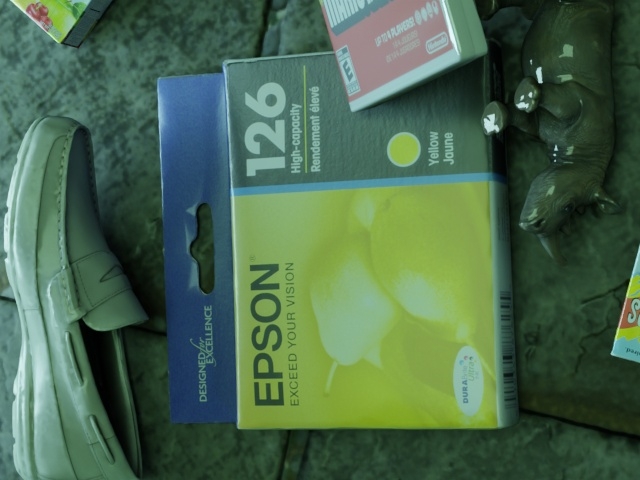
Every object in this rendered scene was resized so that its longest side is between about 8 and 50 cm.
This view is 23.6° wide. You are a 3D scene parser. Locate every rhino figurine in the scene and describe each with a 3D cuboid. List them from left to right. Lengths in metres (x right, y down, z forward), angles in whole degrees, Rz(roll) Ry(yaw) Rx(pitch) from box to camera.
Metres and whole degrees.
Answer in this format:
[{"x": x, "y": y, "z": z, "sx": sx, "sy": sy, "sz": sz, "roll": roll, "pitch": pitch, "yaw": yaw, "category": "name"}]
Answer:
[{"x": 0.181, "y": -0.102, "z": 1.156, "sx": 0.073, "sy": 0.106, "sz": 0.243, "roll": -5, "pitch": 88, "yaw": 57, "category": "rhino figurine"}]

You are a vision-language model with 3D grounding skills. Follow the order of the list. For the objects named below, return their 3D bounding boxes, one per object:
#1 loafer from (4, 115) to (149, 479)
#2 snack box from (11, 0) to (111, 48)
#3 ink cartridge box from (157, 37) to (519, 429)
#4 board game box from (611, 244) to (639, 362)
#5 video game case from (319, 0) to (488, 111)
[{"x": -0.197, "y": 0.054, "z": 1.287, "sx": 0.111, "sy": 0.112, "sz": 0.320, "roll": -1, "pitch": 96, "yaw": 15, "category": "loafer"}, {"x": -0.239, "y": -0.250, "z": 1.338, "sx": 0.141, "sy": 0.037, "sz": 0.100, "roll": 41, "pitch": 101, "yaw": 17, "category": "snack box"}, {"x": 0.000, "y": 0.000, "z": 1.235, "sx": 0.307, "sy": 0.072, "sz": 0.304, "roll": -3, "pitch": 88, "yaw": 18, "category": "ink cartridge box"}, {"x": 0.315, "y": -0.040, "z": 1.064, "sx": 0.144, "sy": 0.142, "sz": 0.275, "roll": 16, "pitch": 102, "yaw": 19, "category": "board game box"}, {"x": 0.028, "y": -0.247, "z": 1.094, "sx": 0.025, "sy": 0.204, "sz": 0.285, "roll": -16, "pitch": 90, "yaw": -21, "category": "video game case"}]
